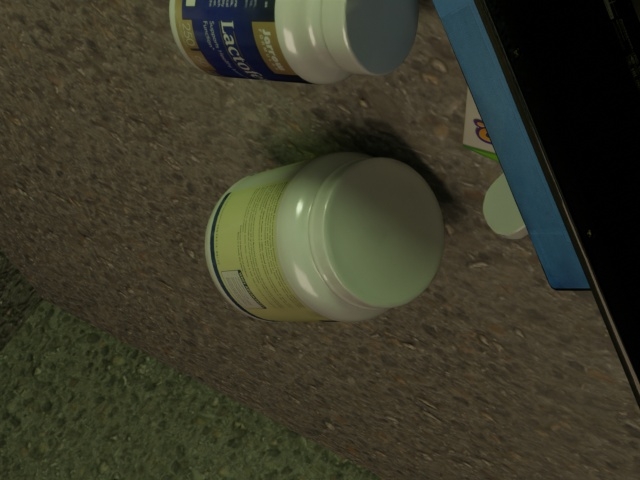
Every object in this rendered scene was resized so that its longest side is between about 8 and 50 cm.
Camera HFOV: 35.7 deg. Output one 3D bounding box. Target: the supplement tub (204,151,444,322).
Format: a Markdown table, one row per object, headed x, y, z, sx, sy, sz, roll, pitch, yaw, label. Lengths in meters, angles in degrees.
| x | y | z | sx | sy | sz | roll | pitch | yaw | label |
| --- | --- | --- | --- | --- | --- | --- | --- | --- | --- |
| 0.000 | 0.000 | 1.429 | 0.235 | 0.235 | 0.324 | 45 | 155 | -21 | supplement tub |

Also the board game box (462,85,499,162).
| x | y | z | sx | sy | sz | roll | pitch | yaw | label |
| --- | --- | --- | --- | --- | --- | --- | --- | --- | --- |
| 0.223 | -0.152 | 1.102 | 0.124 | 0.039 | 0.259 | 27 | 158 | 19 | board game box |

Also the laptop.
| x | y | z | sx | sy | sz | roll | pitch | yaw | label |
| --- | --- | --- | --- | --- | --- | --- | --- | --- | --- |
| 0.159 | -0.089 | 0.827 | 0.236 | 0.408 | 0.382 | -20 | 96 | 37 | laptop |

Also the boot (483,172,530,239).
| x | y | z | sx | sy | sz | roll | pitch | yaw | label |
| --- | --- | --- | --- | --- | --- | --- | --- | --- | --- |
| 0.300 | -0.085 | 1.072 | 0.258 | 0.123 | 0.095 | -38 | 63 | 43 | boot |

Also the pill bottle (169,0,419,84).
| x | y | z | sx | sy | sz | roll | pitch | yaw | label |
| --- | --- | --- | --- | --- | --- | --- | --- | --- | --- |
| -0.031 | -0.252 | 1.099 | 0.264 | 0.153 | 0.153 | 12 | 148 | 42 | pill bottle |
